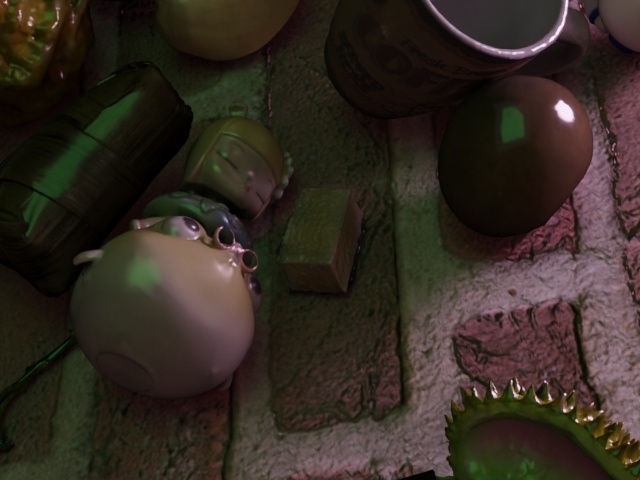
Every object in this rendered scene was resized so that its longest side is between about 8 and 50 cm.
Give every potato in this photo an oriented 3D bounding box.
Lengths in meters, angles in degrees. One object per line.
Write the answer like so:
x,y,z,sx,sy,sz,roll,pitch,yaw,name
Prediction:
0.001,-0.002,1.732,0.086,0.061,0.122,2,54,19,potato

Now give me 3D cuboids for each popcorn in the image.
-0.439,-0.288,1.905,0.290,0.326,0.321,-9,60,35,popcorn

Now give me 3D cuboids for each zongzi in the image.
-0.309,-0.088,1.805,0.286,0.138,0.300,-52,27,-15,zongzi

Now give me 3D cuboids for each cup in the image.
0.158,-0.250,1.766,0.301,0.257,0.227,14,64,-24,cup

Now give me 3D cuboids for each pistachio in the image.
-0.117,-0.306,1.959,0.200,0.117,0.145,-17,90,-5,pistachio

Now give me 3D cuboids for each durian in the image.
0.250,0.252,1.421,0.355,0.157,0.169,39,89,34,durian

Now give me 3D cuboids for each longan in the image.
0.215,-0.095,1.673,0.189,0.189,0.189,-8,53,10,longan

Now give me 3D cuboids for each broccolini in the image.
-0.339,0.165,1.722,0.052,0.054,0.194,8,53,44,broccolini

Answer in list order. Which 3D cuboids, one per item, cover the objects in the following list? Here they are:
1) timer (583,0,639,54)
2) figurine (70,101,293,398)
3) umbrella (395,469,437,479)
0.323,-0.374,1.824,0.270,0.270,0.383,-34,69,-10,timer
-0.159,0.000,1.724,0.274,0.226,0.394,-15,39,42,figurine
-0.027,0.297,1.494,0.340,0.118,0.118,-6,54,13,umbrella
